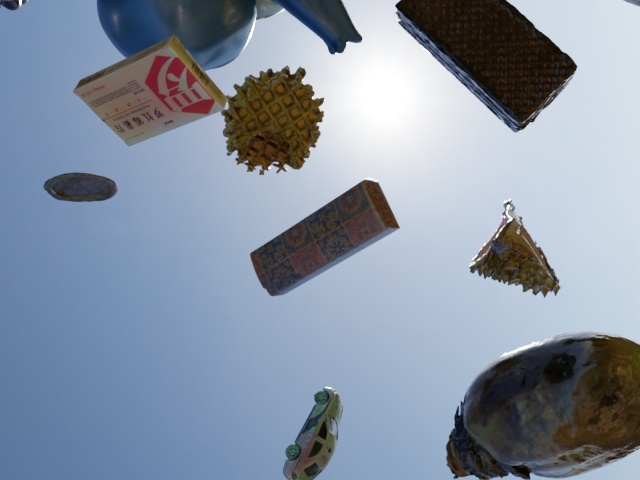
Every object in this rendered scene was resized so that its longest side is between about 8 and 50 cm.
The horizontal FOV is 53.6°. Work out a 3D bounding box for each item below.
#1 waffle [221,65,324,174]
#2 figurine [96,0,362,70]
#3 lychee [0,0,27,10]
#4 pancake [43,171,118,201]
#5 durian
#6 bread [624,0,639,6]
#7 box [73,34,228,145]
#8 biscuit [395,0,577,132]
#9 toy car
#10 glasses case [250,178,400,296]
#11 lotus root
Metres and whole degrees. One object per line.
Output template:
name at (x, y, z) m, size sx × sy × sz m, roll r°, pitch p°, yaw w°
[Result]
waffle at (-0.085, -0.217, 1.175) m, size 0.193 × 0.070 × 0.197 m, roll -11°, pitch -65°, yaw -19°
figurine at (-0.063, -0.327, 0.690) m, size 0.243 × 0.298 × 0.416 m, roll 63°, pitch -132°, yaw -66°
lychee at (-0.337, -0.352, 0.519) m, size 0.306 × 0.306 × 0.330 m, roll 17°, pitch -141°, yaw -52°
pancake at (-0.373, -0.083, 0.989) m, size 0.115 × 0.115 × 0.011 m, roll 20°, pitch -122°, yaw -51°
durian at (0.443, 0.042, 1.386) m, size 0.185 × 0.196 × 0.305 m, roll -55°, pitch -5°, yaw 11°
bread at (0.460, -0.470, 0.925) m, size 0.328 × 0.295 × 0.114 m, roll 29°, pitch -82°, yaw -17°
box at (-0.117, -0.100, 0.436) m, size 0.058 × 0.093 × 0.015 m, roll 48°, pitch -139°, yaw -40°
biscuit at (0.215, -0.267, 0.850) m, size 0.252 × 0.106 × 0.070 m, roll 47°, pitch -175°, yaw 10°
toy car at (-0.003, 0.439, 1.415) m, size 0.224 × 0.076 × 0.090 m, roll -59°, pitch -37°, yaw -28°
glasses case at (0.000, 0.000, 0.886) m, size 0.049 × 0.218 × 0.075 m, roll -1°, pitch -116°, yaw -56°
lotus root at (0.281, 0.186, 0.729) m, size 0.169 × 0.314 × 0.141 m, roll 32°, pitch -139°, yaw -31°
